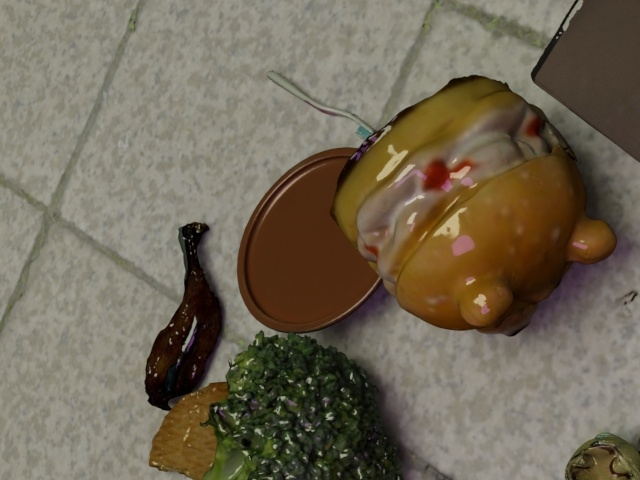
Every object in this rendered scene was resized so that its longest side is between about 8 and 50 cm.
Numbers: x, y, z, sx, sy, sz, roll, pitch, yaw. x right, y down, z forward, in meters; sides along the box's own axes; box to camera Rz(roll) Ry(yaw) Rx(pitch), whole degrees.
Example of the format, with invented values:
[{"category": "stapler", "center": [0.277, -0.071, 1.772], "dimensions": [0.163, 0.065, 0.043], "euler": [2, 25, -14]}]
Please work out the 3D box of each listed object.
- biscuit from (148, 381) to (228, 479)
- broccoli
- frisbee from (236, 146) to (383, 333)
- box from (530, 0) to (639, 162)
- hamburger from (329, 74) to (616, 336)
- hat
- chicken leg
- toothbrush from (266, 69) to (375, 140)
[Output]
[{"category": "biscuit", "center": [-0.123, 0.252, 2.047], "dimensions": [0.224, 0.033, 0.145], "euler": [6, 82, 39]}, {"category": "broccoli", "center": [-0.037, 0.259, 1.868], "dimensions": [0.248, 0.288, 0.245], "euler": [35, 134, -3]}, {"category": "frisbee", "center": [0.000, 0.000, 1.979], "dimensions": [0.250, 0.021, 0.251], "euler": [-20, 53, 29]}, {"category": "box", "center": [0.381, -0.163, 1.662], "dimensions": [0.252, 0.153, 0.188], "euler": [42, 108, 36]}, {"category": "hamburger", "center": [0.173, -0.019, 1.735], "dimensions": [0.276, 0.276, 0.237], "euler": [-49, 66, 20]}, {"category": "hat", "center": [0.303, 0.239, 1.694], "dimensions": [0.076, 0.059, 0.077], "euler": [49, 126, -1]}, {"category": "chicken leg", "center": [-0.175, 0.099, 2.116], "dimensions": [0.106, 0.051, 0.253], "euler": [7, 81, 45]}, {"category": "toothbrush", "center": [-0.001, -0.175, 2.058], "dimensions": [0.204, 0.017, 0.022], "euler": [35, 83, 38]}]
